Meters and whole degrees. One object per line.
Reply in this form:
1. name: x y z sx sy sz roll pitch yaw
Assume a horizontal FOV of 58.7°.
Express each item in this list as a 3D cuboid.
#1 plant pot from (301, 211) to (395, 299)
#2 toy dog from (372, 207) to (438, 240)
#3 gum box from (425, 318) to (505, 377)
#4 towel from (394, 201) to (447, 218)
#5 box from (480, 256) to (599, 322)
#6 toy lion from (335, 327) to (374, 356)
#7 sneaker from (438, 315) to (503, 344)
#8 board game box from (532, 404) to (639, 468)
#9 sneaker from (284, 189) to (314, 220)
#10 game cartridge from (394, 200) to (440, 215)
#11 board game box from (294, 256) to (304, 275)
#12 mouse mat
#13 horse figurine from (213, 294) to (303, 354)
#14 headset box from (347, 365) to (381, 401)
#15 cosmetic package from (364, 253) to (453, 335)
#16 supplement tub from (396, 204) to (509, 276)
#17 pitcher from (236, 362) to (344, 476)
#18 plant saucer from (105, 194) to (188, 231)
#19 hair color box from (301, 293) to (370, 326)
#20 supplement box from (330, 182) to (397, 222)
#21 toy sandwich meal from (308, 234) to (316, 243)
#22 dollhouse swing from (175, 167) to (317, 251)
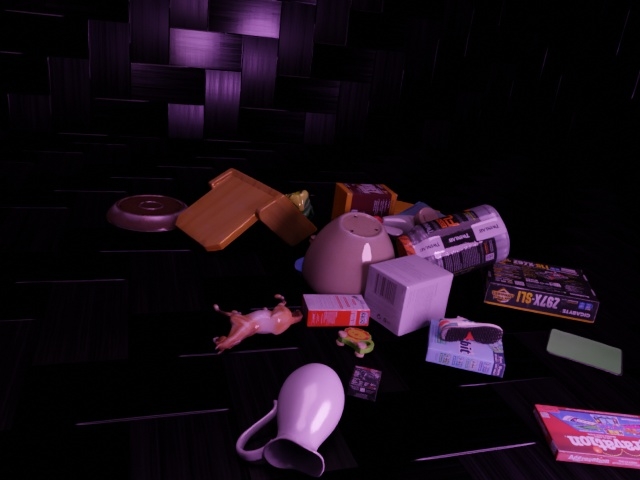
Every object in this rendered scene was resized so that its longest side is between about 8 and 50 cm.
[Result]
1. plant pot: 0.100 0.029 1.672 0.284 0.190 0.284 9 35 -6
2. toy dog: 0.249 -0.009 1.945 0.334 0.160 0.220 -9 -21 -8
3. gum box: 0.364 0.269 1.439 0.185 0.041 0.157 10 22 10
4. towel: 0.478 -0.034 2.152 0.370 0.040 0.271 29 30 23
5. box: 0.682 0.143 1.803 0.322 0.079 0.257 10 20 9
6. toy lion: 0.094 0.249 1.426 0.100 0.034 0.096 26 21 39
7. sneaker: 0.376 0.217 1.434 0.162 0.057 0.075 2 28 -5
8. board game box: 0.603 0.410 1.179 0.282 0.027 0.145 6 23 -2
9. sneaker: -0.087 -0.130 2.224 0.110 0.123 0.295 -14 4 0
10. game cartridge: 0.312 -0.099 2.344 0.286 0.052 0.324 17 21 23
11. board game box: 0.001 0.103 1.756 0.169 0.033 0.133 25 26 21
12. mouse mat: 0.708 0.295 1.525 0.190 0.007 0.153 16 23 23
13. horse figurine: -0.152 0.198 1.427 0.264 0.066 0.174 -5 19 -22
14. headset box: 0.099 0.313 1.258 0.062 0.032 0.083 11 21 10
15. cosmetic package: 0.238 0.144 1.562 0.184 0.151 0.151 -10 28 -35
16. supplement tub: 0.413 0.017 1.801 0.316 0.193 0.193 -17 25 -5
17. pitcher: -0.052 0.332 1.072 0.178 0.125 0.207 -3 30 18
18. plant saucer: -0.620 -0.110 2.080 0.311 0.050 0.310 6 21 -2
19. hair color box: 0.039 0.187 1.528 0.167 0.053 0.093 1 21 -12
20. supplement box: 0.156 -0.103 2.101 0.194 0.191 0.129 0 22 -19
21. toy sandwich meal: 0.000 0.000 2.014 0.086 0.029 0.085 6 22 -2
22. dollhouse swing: -0.271 -0.052 2.021 0.347 0.305 0.315 29 -12 44
